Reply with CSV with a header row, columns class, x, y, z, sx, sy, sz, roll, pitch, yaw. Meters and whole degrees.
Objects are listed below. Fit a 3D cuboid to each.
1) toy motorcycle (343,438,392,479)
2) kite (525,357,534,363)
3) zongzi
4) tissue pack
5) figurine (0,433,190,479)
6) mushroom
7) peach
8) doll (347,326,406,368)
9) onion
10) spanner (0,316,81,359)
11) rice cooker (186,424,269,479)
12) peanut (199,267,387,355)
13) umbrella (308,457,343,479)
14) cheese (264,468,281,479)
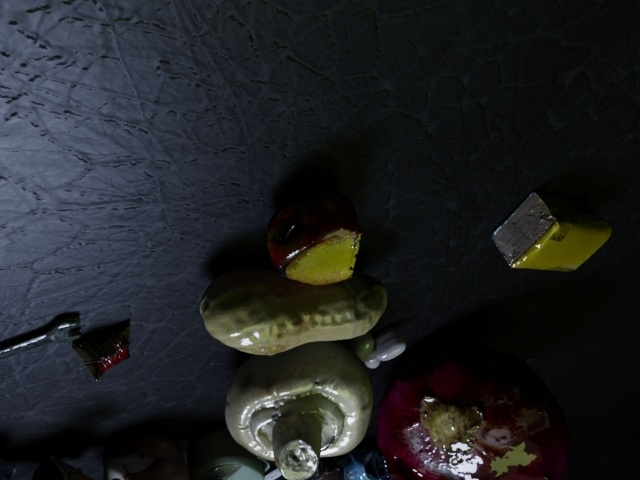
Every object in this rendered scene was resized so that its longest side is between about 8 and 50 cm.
class,x,y,z,sx,sy,sz,roll,pitch,yaw
toy motorcycle,0.203,0.630,1.790,0.232,0.172,0.416,-24,156,11
kite,0.469,0.368,1.708,0.232,0.009,0.189,-23,147,-2
zongzi,-0.296,0.147,0.907,0.083,0.067,0.074,-10,137,-52
tissue pack,0.393,-0.009,1.072,0.169,0.082,0.120,6,135,-37
figurine,-0.386,0.481,1.134,0.387,0.276,0.249,2,95,-40
mushroom,-0.033,0.296,1.074,0.253,0.234,0.260,24,122,-17
peach,-0.001,-0.006,0.828,0.127,0.093,0.172,-27,158,13
doll,0.064,0.221,1.211,0.160,0.059,0.160,11,132,-42
onion,0.337,0.397,1.403,0.398,0.399,0.420,-37,174,18
spanner,-0.439,0.155,0.846,0.254,0.015,0.054,-19,146,-7
rice cooker,-0.196,0.468,1.333,0.145,0.127,0.206,-28,150,7
peanut,-0.031,0.096,0.919,0.290,0.130,0.130,-4,142,-25
umbrella,-0.013,0.587,1.641,0.094,0.090,0.326,-46,147,-7
cheese,-0.188,0.661,1.670,0.255,0.050,0.127,-37,144,18
